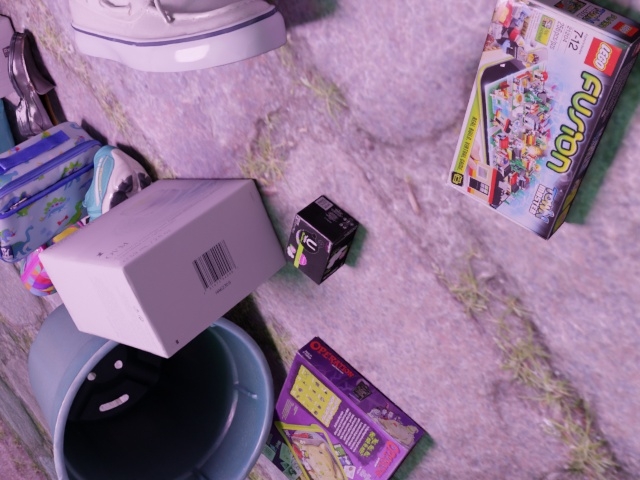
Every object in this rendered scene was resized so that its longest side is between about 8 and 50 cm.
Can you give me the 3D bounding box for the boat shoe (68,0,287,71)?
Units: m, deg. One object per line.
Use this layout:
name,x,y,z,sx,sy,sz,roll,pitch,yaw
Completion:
boat shoe,-0.179,-0.283,0.851,0.367,0.135,0.157,24,133,47

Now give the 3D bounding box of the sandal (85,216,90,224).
sandal,-0.363,0.021,1.371,0.179,0.040,0.067,32,138,25

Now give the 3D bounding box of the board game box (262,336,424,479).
board game box,0.018,0.312,1.204,0.208,0.056,0.347,43,144,18

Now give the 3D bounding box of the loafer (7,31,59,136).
loafer,-0.453,-0.247,1.240,0.061,0.062,0.170,1,123,1

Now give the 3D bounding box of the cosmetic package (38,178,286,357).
cosmetic package,-0.213,0.023,1.053,0.224,0.224,0.138,3,123,46

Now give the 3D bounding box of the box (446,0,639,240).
box,0.184,-0.108,0.668,0.114,0.036,0.207,33,140,24

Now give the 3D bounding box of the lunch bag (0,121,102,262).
lunch bag,-0.440,-0.078,1.218,0.090,0.219,0.176,38,141,17

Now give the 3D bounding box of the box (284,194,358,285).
box,0.000,0.000,0.948,0.062,0.052,0.083,38,141,18

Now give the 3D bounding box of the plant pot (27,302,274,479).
plant pot,-0.305,0.238,1.261,0.334,0.341,0.341,17,133,54

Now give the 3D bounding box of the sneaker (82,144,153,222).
sneaker,-0.329,-0.030,1.253,0.110,0.107,0.275,45,134,29

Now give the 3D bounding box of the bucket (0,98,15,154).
bucket,-0.674,-0.151,1.380,0.281,0.281,0.183,30,134,27

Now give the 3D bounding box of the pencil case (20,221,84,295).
pencil case,-0.517,0.032,1.502,0.104,0.104,0.236,52,145,0

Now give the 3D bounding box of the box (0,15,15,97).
box,-0.602,-0.283,1.252,0.181,0.181,0.119,21,134,36
